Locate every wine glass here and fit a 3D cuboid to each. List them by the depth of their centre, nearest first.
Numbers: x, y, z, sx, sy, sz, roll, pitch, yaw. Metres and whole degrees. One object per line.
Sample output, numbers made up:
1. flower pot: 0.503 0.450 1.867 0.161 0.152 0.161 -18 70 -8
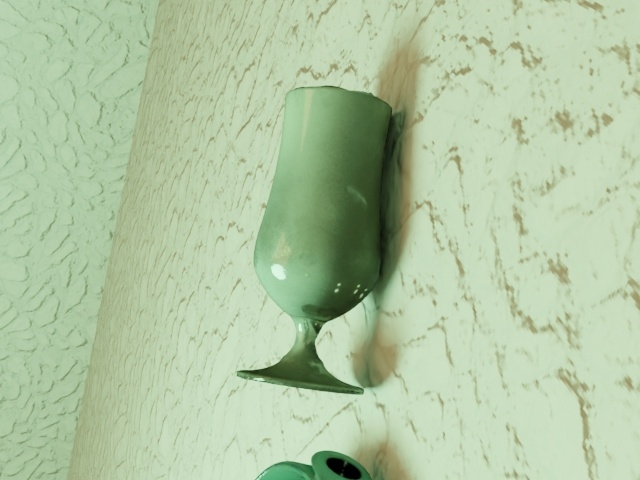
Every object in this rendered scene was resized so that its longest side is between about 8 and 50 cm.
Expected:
1. wine glass: 0.000 0.000 0.752 0.103 0.103 0.231 167 112 -69

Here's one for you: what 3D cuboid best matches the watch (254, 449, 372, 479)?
1. watch: -0.005 0.268 0.680 0.195 0.068 0.237 -64 27 11
